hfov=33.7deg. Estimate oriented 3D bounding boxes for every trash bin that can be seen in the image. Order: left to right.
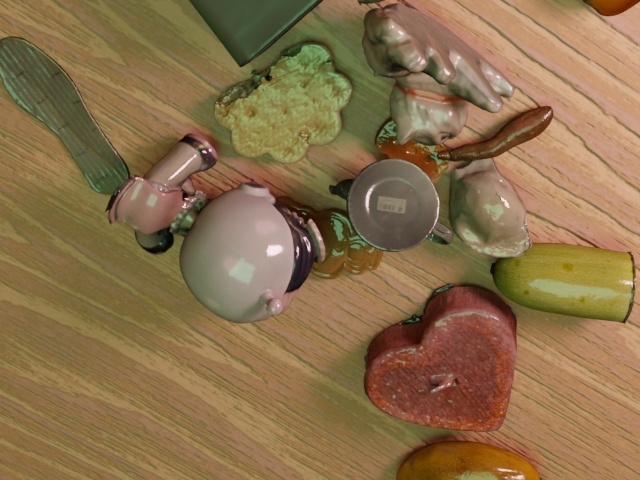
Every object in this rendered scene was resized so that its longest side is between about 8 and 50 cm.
[{"bbox_3d":[-0.142,-0.485,1.695,0.223,0.158,0.343,-38,97,22],"label":"trash bin"}]

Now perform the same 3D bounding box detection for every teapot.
[{"bbox_3d":[0.127,-0.049,1.887,0.239,0.149,0.162,23,82,-4],"label":"teapot"}]

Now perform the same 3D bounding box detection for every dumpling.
[{"bbox_3d":[0.293,-0.055,1.876,0.136,0.118,0.199,-22,83,24],"label":"dumpling"}]

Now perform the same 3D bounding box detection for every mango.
[{"bbox_3d":[0.299,0.492,2.134,0.295,0.120,0.177,3,114,7],"label":"mango"}]

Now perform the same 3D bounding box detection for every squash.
[{"bbox_3d":[0.430,0.072,1.903,0.247,0.132,0.132,6,117,5],"label":"squash"}]

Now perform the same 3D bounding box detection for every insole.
[{"bbox_3d":[-0.476,-0.228,1.954,0.119,0.009,0.348,-28,109,19],"label":"insole"}]

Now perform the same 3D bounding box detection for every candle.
[{"bbox_3d":[0.250,0.258,2.026,0.317,0.131,0.287,-32,110,22],"label":"candle"}]

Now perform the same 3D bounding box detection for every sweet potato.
[{"bbox_3d":[0.307,-0.175,1.840,0.214,0.050,0.050,-25,110,14],"label":"sweet potato"}]

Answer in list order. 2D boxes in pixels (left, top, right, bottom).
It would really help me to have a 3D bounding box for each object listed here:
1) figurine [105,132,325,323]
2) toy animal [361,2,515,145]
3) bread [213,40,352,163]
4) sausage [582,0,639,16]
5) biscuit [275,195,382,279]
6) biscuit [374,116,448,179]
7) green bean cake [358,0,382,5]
[{"bbox_3d":[-0.190,0.006,1.903,0.361,0.211,0.253,34,129,6],"label":"figurine"},{"bbox_3d":[0.148,-0.253,1.697,0.188,0.308,0.266,-35,99,27],"label":"toy animal"},{"bbox_3d":[-0.058,-0.232,1.876,0.251,0.039,0.182,-30,109,20],"label":"bread"},{"bbox_3d":[0.528,-0.454,1.646,0.274,0.105,0.105,-36,106,21],"label":"sausage"},{"bbox_3d":[0.000,0.003,1.989,0.236,0.040,0.144,15,123,3],"label":"biscuit"},{"bbox_3d":[0.174,-0.172,1.881,0.118,0.023,0.140,-40,105,20],"label":"biscuit"},{"bbox_3d":[0.127,-0.475,1.626,0.222,0.227,0.125,-31,110,25],"label":"green bean cake"}]
